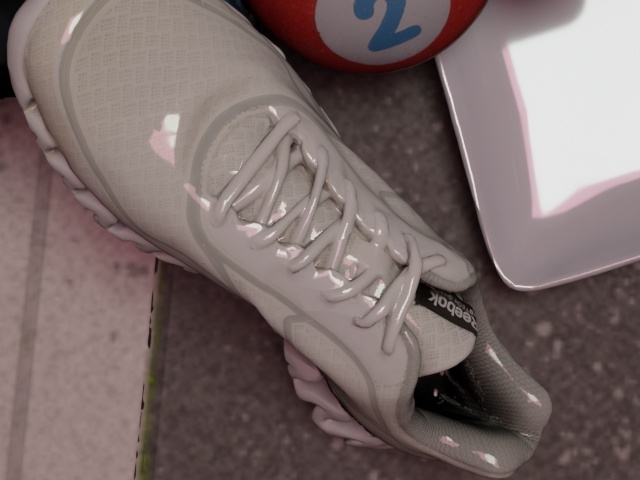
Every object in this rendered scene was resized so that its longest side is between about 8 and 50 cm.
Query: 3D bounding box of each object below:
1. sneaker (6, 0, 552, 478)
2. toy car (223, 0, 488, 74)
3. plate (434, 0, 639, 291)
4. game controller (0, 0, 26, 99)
[{"bbox_3d":[0.000,0.000,0.405,0.110,0.118,0.292,-51,122,-11],"label":"sneaker"},{"bbox_3d":[-0.006,-0.180,0.388,0.219,0.238,0.210,-18,88,11],"label":"toy car"},{"bbox_3d":[0.187,-0.141,0.497,0.278,0.045,0.277,-17,89,10],"label":"plate"},{"bbox_3d":[-0.261,-0.080,0.424,0.319,0.166,0.067,0,110,-4],"label":"game controller"}]
